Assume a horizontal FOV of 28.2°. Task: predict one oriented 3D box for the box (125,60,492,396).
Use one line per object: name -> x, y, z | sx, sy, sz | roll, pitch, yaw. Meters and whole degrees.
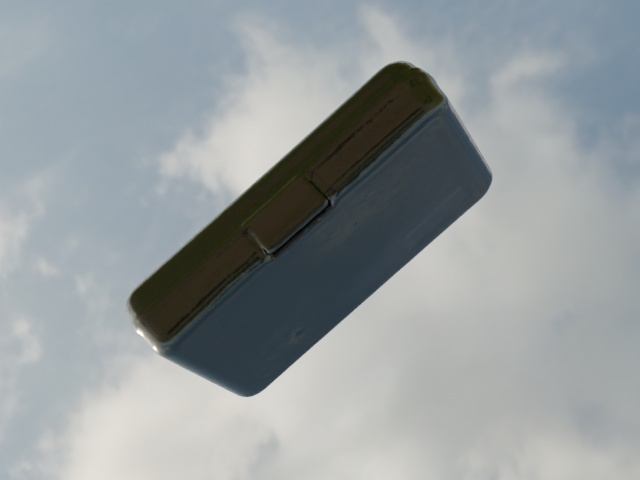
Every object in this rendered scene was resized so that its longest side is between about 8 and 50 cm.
box -> 0.000, 0.000, 0.800 | 0.230, 0.160, 0.050 | -41, -116, 3
